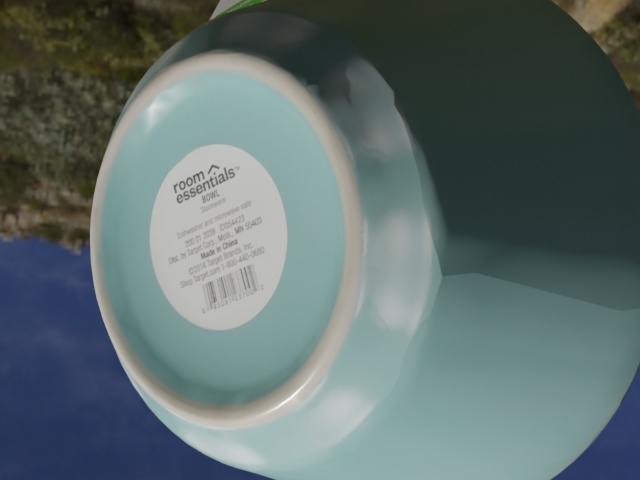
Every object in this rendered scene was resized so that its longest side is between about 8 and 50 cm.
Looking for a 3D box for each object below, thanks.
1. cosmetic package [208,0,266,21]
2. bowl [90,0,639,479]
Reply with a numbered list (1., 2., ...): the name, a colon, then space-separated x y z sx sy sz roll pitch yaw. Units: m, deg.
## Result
1. cosmetic package: 0.050 -0.210 0.930 0.155 0.197 0.365 39 -125 -28
2. bowl: 0.000 0.000 0.621 0.311 0.311 0.163 36 -158 32
